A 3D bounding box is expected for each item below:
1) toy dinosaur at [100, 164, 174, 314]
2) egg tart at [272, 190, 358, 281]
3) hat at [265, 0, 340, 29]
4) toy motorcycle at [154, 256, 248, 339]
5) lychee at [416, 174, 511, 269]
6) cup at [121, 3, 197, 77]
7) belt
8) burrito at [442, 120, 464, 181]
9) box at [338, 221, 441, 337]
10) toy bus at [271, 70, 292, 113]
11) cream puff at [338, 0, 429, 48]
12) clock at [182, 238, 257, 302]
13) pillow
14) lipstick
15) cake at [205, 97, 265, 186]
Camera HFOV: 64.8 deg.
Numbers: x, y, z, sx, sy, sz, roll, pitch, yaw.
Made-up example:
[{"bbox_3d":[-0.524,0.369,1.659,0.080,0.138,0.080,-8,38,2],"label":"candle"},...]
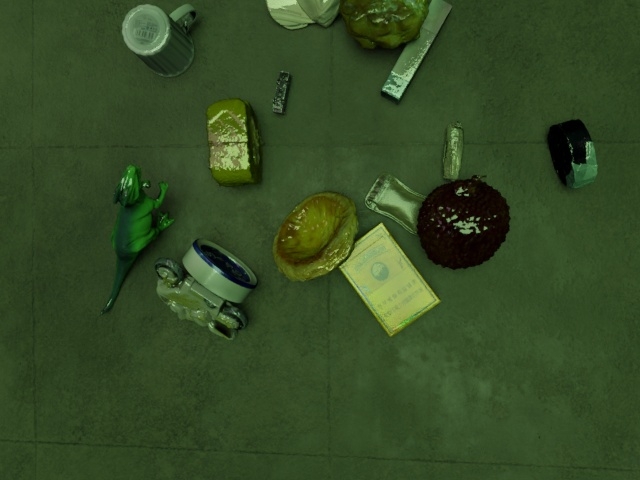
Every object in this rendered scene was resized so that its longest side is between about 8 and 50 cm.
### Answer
[{"bbox_3d":[-0.584,0.030,1.492,0.144,0.374,0.500,23,91,-4],"label":"toy dinosaur"},{"bbox_3d":[0.000,0.000,1.512,0.319,0.319,0.128,-42,129,5],"label":"egg tart"},{"bbox_3d":[-0.052,-0.774,1.535,0.226,0.164,0.219,-5,90,-16],"label":"hat"},{"bbox_3d":[-0.388,0.192,1.571,0.340,0.108,0.223,37,137,-10],"label":"toy motorcycle"},{"bbox_3d":[0.406,-0.057,1.444,0.264,0.264,0.300,9,123,5],"label":"lychee"},{"bbox_3d":[-0.488,-0.635,1.543,0.167,0.202,0.221,16,94,2],"label":"cup"},{"bbox_3d":[0.734,-0.250,1.463,0.078,0.151,0.198,-15,92,5],"label":"belt"},{"bbox_3d":[0.407,-0.275,1.548,0.058,0.045,0.188,7,90,-20],"label":"burrito"},{"bbox_3d":[0.202,0.118,1.554,0.193,0.084,0.301,-37,88,4],"label":"box"},{"bbox_3d":[-0.121,-0.463,1.588,0.037,0.052,0.131,11,90,10],"label":"toy bus"},{"bbox_3d":[0.190,-0.682,1.486,0.281,0.185,0.282,-3,75,10],"label":"cream puff"},{"bbox_3d":[-0.303,0.092,1.528,0.230,0.230,0.083,39,99,3],"label":"clock"},{"bbox_3d":[0.252,-0.111,1.570,0.217,0.033,0.130,33,92,3],"label":"pillow"},{"bbox_3d":[0.290,-0.576,1.540,0.068,0.066,0.317,30,94,6],"label":"lipstick"},{"bbox_3d":[-0.259,-0.295,1.542,0.156,0.179,0.261,-2,88,5],"label":"cake"}]
